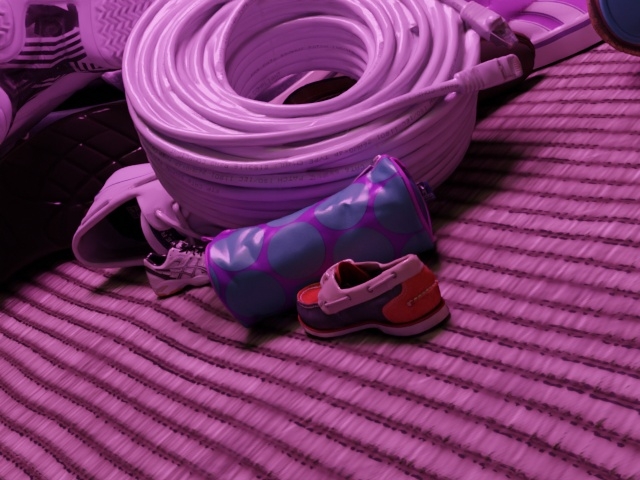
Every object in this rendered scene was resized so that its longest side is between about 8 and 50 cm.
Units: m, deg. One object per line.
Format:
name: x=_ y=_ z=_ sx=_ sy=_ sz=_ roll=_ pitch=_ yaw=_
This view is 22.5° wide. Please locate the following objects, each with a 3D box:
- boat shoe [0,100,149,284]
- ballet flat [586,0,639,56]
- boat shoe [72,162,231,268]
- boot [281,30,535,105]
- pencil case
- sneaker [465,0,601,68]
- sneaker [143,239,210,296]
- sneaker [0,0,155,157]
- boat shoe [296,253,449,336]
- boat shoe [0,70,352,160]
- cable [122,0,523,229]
boat shoe: x=-0.261 y=-0.045 z=1.526 sx=0.324 sy=0.122 sz=0.120 roll=-24 pitch=13 yaw=8
ballet flat: x=0.353 y=-0.226 z=1.124 sx=0.349 sy=0.123 sz=0.123 roll=-22 pitch=17 yaw=18
boat shoe: x=-0.103 y=-0.020 z=1.273 sx=0.258 sy=0.095 sz=0.084 roll=-18 pitch=28 yaw=49
boot: x=0.086 y=-0.094 z=1.249 sx=0.219 sy=0.082 sz=0.106 roll=-20 pitch=41 yaw=-12
pencil case: x=0.000 y=0.000 z=1.047 sx=0.152 sy=0.070 sz=0.064 roll=-24 pitch=-11 yaw=15
sneaker: x=0.156 y=-0.224 z=1.332 sx=0.282 sy=0.161 sz=0.102 roll=-23 pitch=15 yaw=10
sneaker: x=-0.099 y=0.015 z=1.224 sx=0.083 sy=0.037 sz=0.032 roll=-19 pitch=16 yaw=22
sneaker: x=-0.275 y=-0.178 z=1.498 sx=0.366 sy=0.137 sz=0.210 roll=-39 pitch=10 yaw=-15
boat shoe: x=0.025 y=0.031 z=0.969 sx=0.049 sy=0.043 sz=0.137 roll=-38 pitch=18 yaw=-27
boat shoe: x=-0.153 y=-0.153 z=1.619 sx=0.500 sy=0.156 sz=0.187 roll=-20 pitch=16 yaw=21
cable: x=-0.012 y=-0.114 z=1.161 sx=0.257 sy=0.089 sz=0.257 roll=-29 pitch=48 yaw=-17
